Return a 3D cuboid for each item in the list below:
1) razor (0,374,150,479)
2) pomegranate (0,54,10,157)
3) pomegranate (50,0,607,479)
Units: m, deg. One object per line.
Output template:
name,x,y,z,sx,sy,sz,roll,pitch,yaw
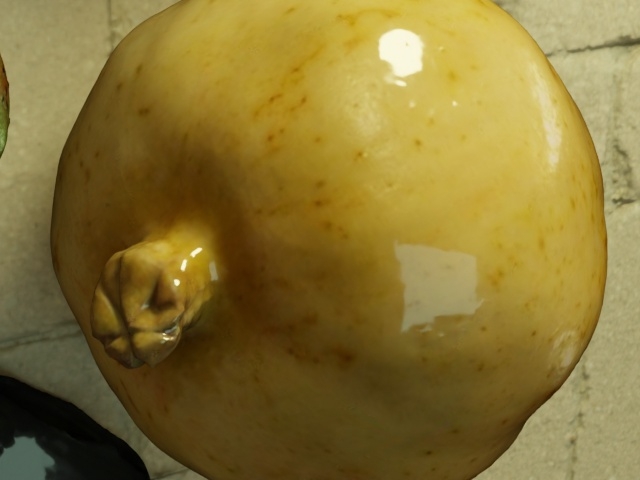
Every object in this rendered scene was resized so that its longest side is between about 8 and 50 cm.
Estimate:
razor,-0.289,0.282,1.014,0.204,0.113,0.349,34,92,-34
pomegranate,-0.280,-0.082,0.805,0.159,0.205,0.159,0,111,0
pomegranate,0.000,0.000,0.881,0.412,0.411,0.411,-13,118,-26
